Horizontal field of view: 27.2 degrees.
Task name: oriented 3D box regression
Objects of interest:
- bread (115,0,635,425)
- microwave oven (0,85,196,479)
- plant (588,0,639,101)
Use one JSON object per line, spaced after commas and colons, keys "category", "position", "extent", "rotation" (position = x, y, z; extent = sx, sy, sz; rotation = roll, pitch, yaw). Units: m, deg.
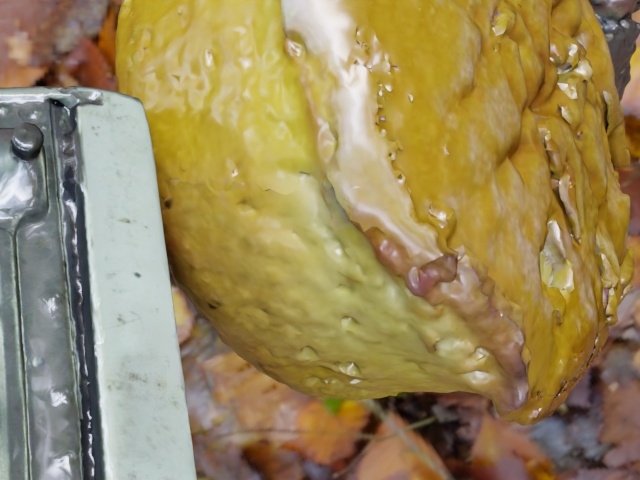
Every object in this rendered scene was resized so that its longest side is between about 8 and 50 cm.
{"category": "bread", "position": [0.053, -0.074, 0.821], "extent": [0.215, 0.398, 0.398], "rotation": [-12, 90, 30]}
{"category": "microwave oven", "position": [-0.220, 0.136, 0.627], "extent": [0.247, 0.333, 0.394], "rotation": [109, 155, -54]}
{"category": "plant", "position": [0.299, -0.254, 1.641], "extent": [0.204, 0.178, 0.233], "rotation": [25, 122, 35]}
